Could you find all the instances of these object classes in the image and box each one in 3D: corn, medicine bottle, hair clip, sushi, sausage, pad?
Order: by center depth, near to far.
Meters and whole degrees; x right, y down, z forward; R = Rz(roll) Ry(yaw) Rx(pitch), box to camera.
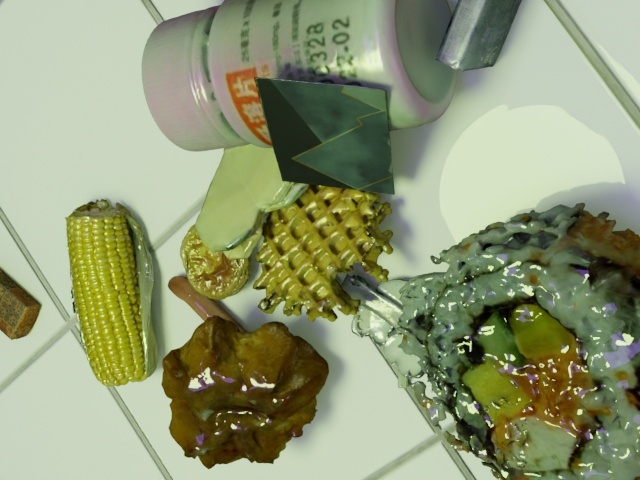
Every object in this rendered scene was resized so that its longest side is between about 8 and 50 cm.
[{"bbox_3d":[0.292,0.146,1.420,0.417,0.176,0.417,11,114,27],"label":"sushi"},{"bbox_3d":[0.011,-0.130,1.440,0.163,0.243,0.004,7,62,11],"label":"pad"},{"bbox_3d":[-0.032,-0.237,1.495,0.388,0.219,0.219,-5,98,30],"label":"medicine bottle"},{"bbox_3d":[0.102,0.108,1.588,0.172,0.049,0.116,37,111,22],"label":"hair clip"},{"bbox_3d":[-0.169,0.117,1.764,0.186,0.043,0.043,42,119,15],"label":"sausage"},{"bbox_3d":[-0.340,0.085,1.821,0.123,0.122,0.305,1,100,59],"label":"corn"}]

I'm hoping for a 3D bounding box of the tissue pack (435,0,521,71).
[{"bbox_3d":[0.208,-0.291,1.402,0.051,0.112,0.156,30,115,23],"label":"tissue pack"}]

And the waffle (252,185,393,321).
[{"bbox_3d":[0.000,0.000,1.596,0.228,0.051,0.231,-5,79,36],"label":"waffle"}]

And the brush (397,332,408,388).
[{"bbox_3d":[0.120,0.173,1.619,0.016,0.013,0.083,5,101,27],"label":"brush"}]

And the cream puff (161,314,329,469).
[{"bbox_3d":[-0.123,0.231,1.677,0.241,0.155,0.269,16,117,0],"label":"cream puff"}]

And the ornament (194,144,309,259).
[{"bbox_3d":[-0.107,-0.085,1.647,0.201,0.059,0.180,-47,44,15],"label":"ornament"}]

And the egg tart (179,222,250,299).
[{"bbox_3d":[-0.156,0.026,1.727,0.130,0.052,0.130,8,106,31],"label":"egg tart"}]

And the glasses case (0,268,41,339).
[{"bbox_3d":[-0.595,0.081,2.002,0.218,0.049,0.075,38,111,18],"label":"glasses case"}]
